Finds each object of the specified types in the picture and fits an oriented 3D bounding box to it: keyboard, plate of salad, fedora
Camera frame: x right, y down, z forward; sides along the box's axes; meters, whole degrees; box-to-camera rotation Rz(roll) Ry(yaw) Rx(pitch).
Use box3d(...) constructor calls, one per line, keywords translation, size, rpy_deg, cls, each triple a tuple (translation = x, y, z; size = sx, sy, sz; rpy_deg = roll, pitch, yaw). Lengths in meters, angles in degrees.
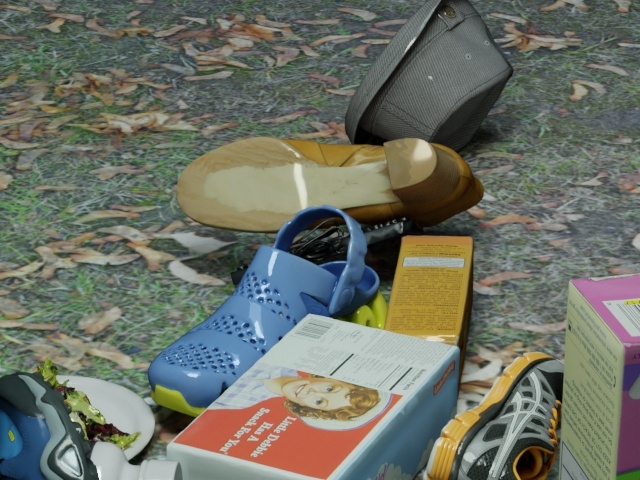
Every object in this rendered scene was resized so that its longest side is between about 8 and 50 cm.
box3d(translation=(0.000, 0.000, 2.013), size=(0.192, 0.038, 0.100), rpy_deg=(-18, 2, 7), cls="keyboard")
box3d(translation=(-0.246, 0.158, 1.748), size=(0.199, 0.048, 0.200), rpy_deg=(0, 24, 0), cls="plate of salad")
box3d(translation=(0.148, -0.189, 2.365), size=(0.124, 0.244, 0.275), rpy_deg=(37, 32, 9), cls="fedora")

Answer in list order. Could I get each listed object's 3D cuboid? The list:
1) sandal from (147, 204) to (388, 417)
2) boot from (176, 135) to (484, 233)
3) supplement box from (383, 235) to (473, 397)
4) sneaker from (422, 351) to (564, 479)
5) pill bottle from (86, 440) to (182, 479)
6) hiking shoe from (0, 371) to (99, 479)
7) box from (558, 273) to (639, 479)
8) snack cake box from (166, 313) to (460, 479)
box3d(translation=(-0.050, 0.063, 1.851), size=(0.126, 0.138, 0.317), rpy_deg=(16, 30, 28), cls="sandal")
box3d(translation=(0.016, -0.044, 2.094), size=(0.295, 0.104, 0.211), rpy_deg=(-7, -13, 14), cls="boot")
box3d(translation=(0.103, 0.074, 1.891), size=(0.080, 0.078, 0.233), rpy_deg=(1, 23, 5), cls="supplement box")
box3d(translation=(0.168, 0.169, 1.689), size=(0.083, 0.084, 0.215), rpy_deg=(26, 36, 21), cls="sneaker")
box3d(translation=(-0.208, 0.210, 1.554), size=(0.193, 0.108, 0.108), rpy_deg=(0, 24, 3), cls="pill bottle")
box3d(translation=(-0.214, 0.224, 1.405), size=(0.132, 0.113, 0.304), rpy_deg=(-12, 54, -13), cls="hiking shoe")
box3d(translation=(0.302, 0.150, 1.510), size=(0.213, 0.243, 0.117), rpy_deg=(-5, 25, -12), cls="box")
box3d(translation=(-0.001, 0.165, 1.674), size=(0.152, 0.089, 0.264), rpy_deg=(13, 27, 23), cls="snack cake box")
